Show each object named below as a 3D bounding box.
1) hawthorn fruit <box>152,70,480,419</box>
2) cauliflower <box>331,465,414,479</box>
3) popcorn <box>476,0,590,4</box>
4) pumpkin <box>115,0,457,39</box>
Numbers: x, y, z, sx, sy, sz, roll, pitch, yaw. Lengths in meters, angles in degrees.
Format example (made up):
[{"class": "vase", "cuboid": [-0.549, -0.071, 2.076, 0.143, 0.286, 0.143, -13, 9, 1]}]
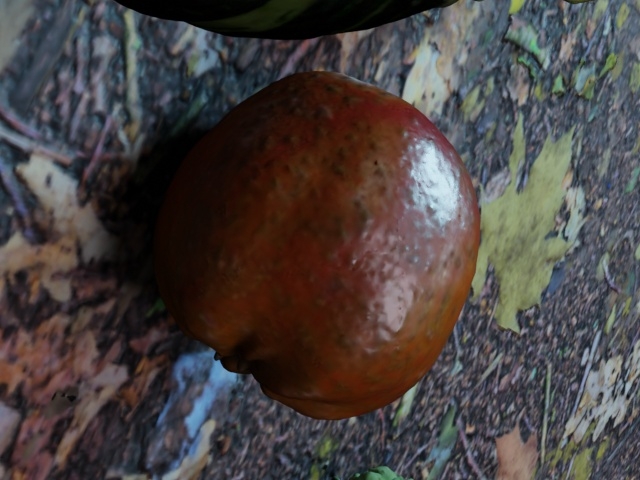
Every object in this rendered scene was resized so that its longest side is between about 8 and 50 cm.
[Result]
[{"class": "hawthorn fruit", "cuboid": [0.000, 0.000, 0.777, 0.189, 0.189, 0.189, -34, 134, -43]}, {"class": "cauliflower", "cuboid": [0.077, 0.312, 0.986, 0.327, 0.260, 0.281, -42, 138, -13]}, {"class": "popcorn", "cuboid": [0.157, -0.235, 0.863, 0.167, 0.185, 0.187, 80, 32, -67]}, {"class": "pumpkin", "cuboid": [0.002, -0.229, 0.524, 0.323, 0.241, 0.323, -25, 150, -15]}]
